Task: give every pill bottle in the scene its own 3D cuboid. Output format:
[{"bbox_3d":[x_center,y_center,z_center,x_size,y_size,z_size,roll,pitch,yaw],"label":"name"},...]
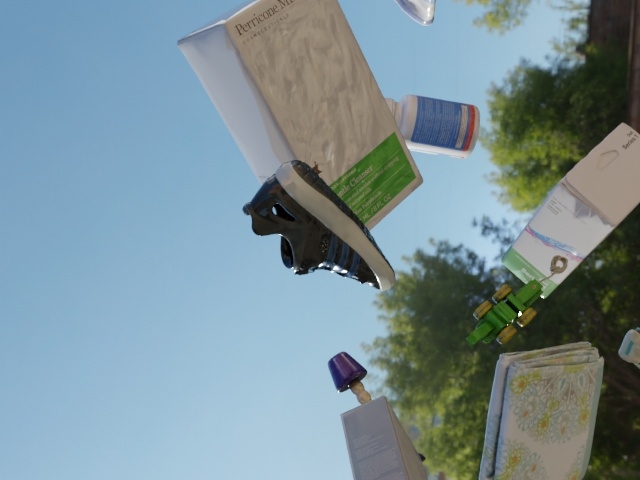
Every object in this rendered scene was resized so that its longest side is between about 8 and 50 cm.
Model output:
[{"bbox_3d":[0.233,-0.260,1.561,0.124,0.221,0.124,-171,90,-84],"label":"pill bottle"}]

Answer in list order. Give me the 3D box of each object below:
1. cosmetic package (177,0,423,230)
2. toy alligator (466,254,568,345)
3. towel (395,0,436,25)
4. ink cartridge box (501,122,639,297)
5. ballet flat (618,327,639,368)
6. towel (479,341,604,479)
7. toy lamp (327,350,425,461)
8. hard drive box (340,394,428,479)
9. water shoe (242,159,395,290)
[{"bbox_3d":[-0.022,-0.189,1.046,0.197,0.155,0.366,-42,-63,-25],"label":"cosmetic package"},{"bbox_3d":[0.269,0.090,0.960,0.189,0.056,0.051,-36,-22,-18],"label":"toy alligator"},{"bbox_3d":[0.108,-0.473,1.119,0.034,0.209,0.285,-43,-12,-1],"label":"towel"},{"bbox_3d":[0.471,-0.047,1.254,0.201,0.117,0.278,-39,-17,-25],"label":"ink cartridge box"},{"bbox_3d":[0.689,0.241,1.386,0.248,0.086,0.086,22,-108,-23],"label":"ballet flat"},{"bbox_3d":[0.515,0.430,1.632,0.320,0.090,0.375,0,-80,-32],"label":"towel"},{"bbox_3d":[0.106,0.353,1.437,0.080,0.275,0.080,-28,-24,-14],"label":"toy lamp"},{"bbox_3d":[0.123,0.404,1.143,0.181,0.089,0.232,61,-172,-27],"label":"hard drive box"},{"bbox_3d":[0.000,0.000,0.674,0.203,0.080,0.073,45,-169,-44],"label":"water shoe"}]
